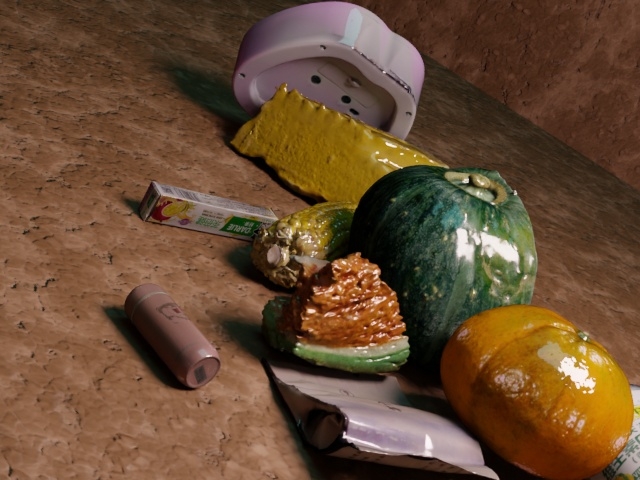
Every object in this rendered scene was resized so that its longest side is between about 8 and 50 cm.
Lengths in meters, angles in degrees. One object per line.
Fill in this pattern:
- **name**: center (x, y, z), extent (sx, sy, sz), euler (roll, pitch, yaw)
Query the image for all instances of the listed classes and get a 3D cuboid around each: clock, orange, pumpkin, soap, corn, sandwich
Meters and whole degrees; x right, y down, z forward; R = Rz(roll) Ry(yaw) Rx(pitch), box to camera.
- **clock**: center (0.012, -0.269, 2.124), extent (0.339, 0.338, 0.102), euler (23, 53, -13)
- **orange**: center (0.262, 0.174, 1.425), extent (0.240, 0.171, 0.240), euler (29, 14, -8)
- **pumpkin**: center (0.133, 0.029, 1.616), extent (0.197, 0.263, 0.293), euler (11, 28, -23)
- **soap**: center (0.032, -0.120, 1.969), extent (0.339, 0.169, 0.304), euler (23, 10, -12)
- **corn**: center (0.000, 0.000, 1.723), extent (0.115, 0.115, 0.318), euler (33, 21, 13)
- **sandwich**: center (0.029, 0.081, 1.465), extent (0.185, 0.159, 0.109), euler (7, 24, -32)

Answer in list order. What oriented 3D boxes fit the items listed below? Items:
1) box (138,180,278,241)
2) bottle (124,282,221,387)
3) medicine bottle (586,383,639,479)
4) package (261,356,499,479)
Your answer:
- **box**: center (-0.156, -0.037, 1.689), extent (0.207, 0.049, 0.041), euler (12, 29, -38)
- **bottle**: center (-0.166, 0.104, 1.325), extent (0.053, 0.053, 0.140), euler (6, 29, -46)
- **medicine bottle**: center (0.406, 0.280, 1.504), extent (0.141, 0.141, 0.293), euler (16, 23, -30)
- **package**: center (0.060, 0.208, 1.371), extent (0.204, 0.062, 0.251), euler (16, 10, -29)
